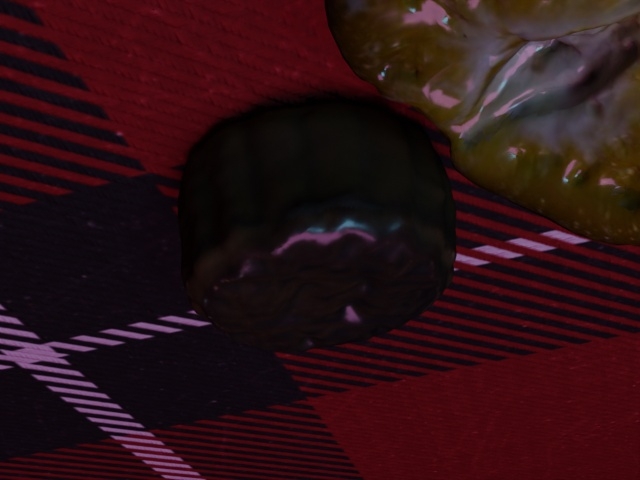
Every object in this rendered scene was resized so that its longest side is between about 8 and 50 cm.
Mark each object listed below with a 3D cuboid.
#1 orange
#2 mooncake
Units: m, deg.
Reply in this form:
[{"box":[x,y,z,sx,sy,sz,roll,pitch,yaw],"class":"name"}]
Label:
[{"box":[0.175,-0.167,0.627,0.368,0.210,0.271,43,134,-18],"class":"orange"},{"box":[0.000,0.000,0.914,0.290,0.161,0.290,-5,148,-3],"class":"mooncake"}]
